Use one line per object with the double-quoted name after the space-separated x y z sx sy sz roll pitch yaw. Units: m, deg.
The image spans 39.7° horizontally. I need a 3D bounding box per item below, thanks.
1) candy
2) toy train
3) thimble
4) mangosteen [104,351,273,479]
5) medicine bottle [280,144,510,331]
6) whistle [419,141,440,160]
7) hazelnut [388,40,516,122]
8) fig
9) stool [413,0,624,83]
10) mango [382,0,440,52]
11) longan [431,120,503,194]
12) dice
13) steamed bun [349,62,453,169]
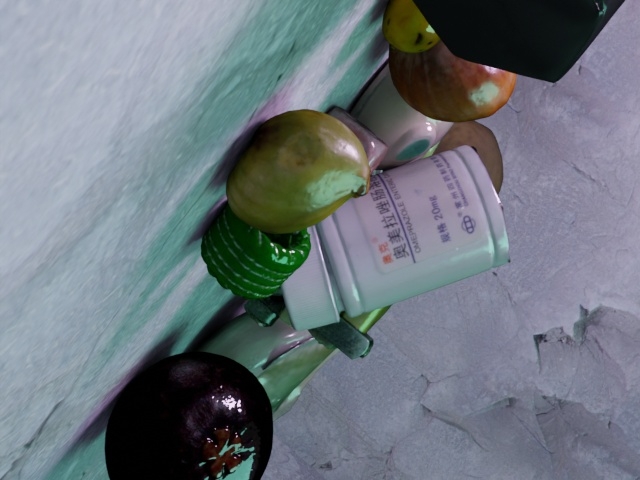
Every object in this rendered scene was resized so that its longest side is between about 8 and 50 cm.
-0.120 0.236 1.776 0.386 0.186 0.427 -43 164 12 "candy"
0.056 0.013 1.472 0.397 0.253 0.160 -51 173 -1 "toy train"
-0.076 0.004 1.054 0.090 0.118 0.130 -48 158 23 "thimble"
-0.219 0.304 1.394 0.275 0.275 0.302 -48 -153 -23 "mangosteen"
0.090 -0.001 1.305 0.332 0.190 0.190 -19 173 -1 "medicine bottle"
0.189 -0.219 1.718 0.131 0.106 0.288 -57 178 -41 "whistle"
0.163 -0.239 1.145 0.182 0.182 0.182 -50 175 -6 "hazelnut"
-0.028 -0.073 0.934 0.153 0.121 0.136 -26 -166 33 "fig"
0.179 -0.265 0.787 0.141 0.232 0.232 -49 174 -18 "stool"
0.131 -0.285 1.009 0.161 0.076 0.103 -58 169 -6 "mango"
0.257 -0.137 1.990 0.288 0.288 0.350 -47 -174 -32 "longan"
0.030 -0.118 1.196 0.094 0.091 0.093 -50 175 9 "dice"
0.136 -0.198 1.326 0.228 0.130 0.177 -52 176 -3 "steamed bun"
